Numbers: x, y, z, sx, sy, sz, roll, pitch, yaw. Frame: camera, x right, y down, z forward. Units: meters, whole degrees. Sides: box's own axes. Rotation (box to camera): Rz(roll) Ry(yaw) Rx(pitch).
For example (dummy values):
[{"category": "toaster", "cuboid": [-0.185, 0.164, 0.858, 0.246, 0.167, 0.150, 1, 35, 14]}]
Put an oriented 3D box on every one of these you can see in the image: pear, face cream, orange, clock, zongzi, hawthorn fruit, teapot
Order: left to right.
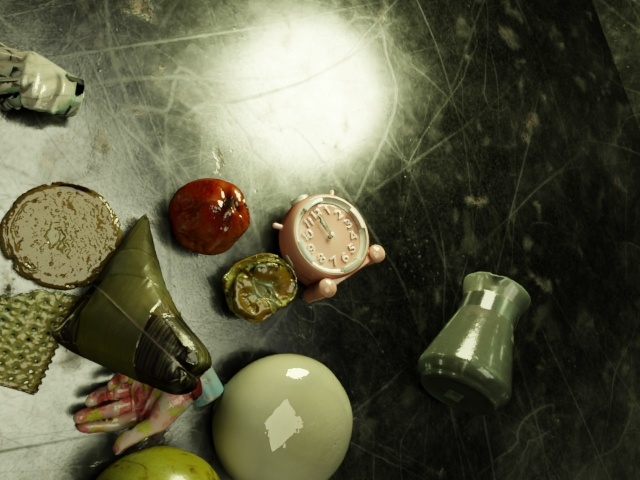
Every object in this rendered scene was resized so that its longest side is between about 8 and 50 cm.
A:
[{"category": "pear", "cuboid": [-0.313, 0.531, 1.112, 0.283, 0.283, 0.284, 3, 84, -32]}, {"category": "zongzi", "cuboid": [-0.306, 0.110, 1.139, 0.289, 0.154, 0.317, 18, 68, 13]}, {"category": "face cream", "cuboid": [-0.291, 0.240, 1.261, 0.075, 0.075, 0.229, -33, 102, -30]}, {"category": "hawthorn fruit", "cuboid": [-0.237, -0.048, 1.265, 0.173, 0.179, 0.173, -22, 123, -38]}, {"category": "orange", "cuboid": [-0.140, 0.106, 1.349, 0.170, 0.112, 0.160, 14, 89, -7]}, {"category": "clock", "cuboid": [0.000, 0.000, 1.442, 0.227, 0.142, 0.241, -33, 94, -31]}, {"category": "teapot", "cuboid": [0.442, 0.294, 1.645, 0.344, 0.253, 0.300, -58, 148, -28]}]

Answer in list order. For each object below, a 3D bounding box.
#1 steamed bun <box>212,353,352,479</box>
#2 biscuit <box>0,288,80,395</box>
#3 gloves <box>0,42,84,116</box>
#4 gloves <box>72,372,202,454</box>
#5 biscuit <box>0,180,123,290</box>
[{"category": "steamed bun", "cuboid": [-0.074, 0.411, 1.308, 0.324, 0.206, 0.324, 3, 84, -31]}, {"category": "biscuit", "cuboid": [-0.562, 0.180, 1.113, 0.144, 0.016, 0.203, 24, 81, -29]}, {"category": "gloves", "cuboid": [-0.568, -0.309, 1.117, 0.212, 0.111, 0.128, 15, 83, -39]}, {"category": "gloves", "cuboid": [-0.365, 0.322, 1.180, 0.241, 0.126, 0.145, -22, 96, 5]}, {"category": "biscuit", "cuboid": [-0.506, -0.009, 1.163, 0.226, 0.042, 0.226, 2, 87, -34]}]
